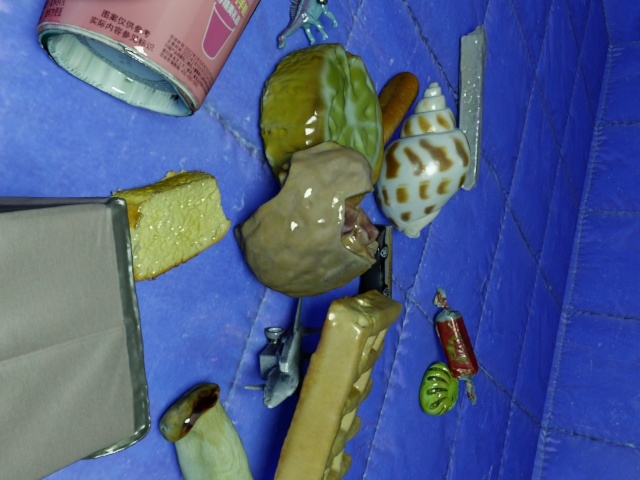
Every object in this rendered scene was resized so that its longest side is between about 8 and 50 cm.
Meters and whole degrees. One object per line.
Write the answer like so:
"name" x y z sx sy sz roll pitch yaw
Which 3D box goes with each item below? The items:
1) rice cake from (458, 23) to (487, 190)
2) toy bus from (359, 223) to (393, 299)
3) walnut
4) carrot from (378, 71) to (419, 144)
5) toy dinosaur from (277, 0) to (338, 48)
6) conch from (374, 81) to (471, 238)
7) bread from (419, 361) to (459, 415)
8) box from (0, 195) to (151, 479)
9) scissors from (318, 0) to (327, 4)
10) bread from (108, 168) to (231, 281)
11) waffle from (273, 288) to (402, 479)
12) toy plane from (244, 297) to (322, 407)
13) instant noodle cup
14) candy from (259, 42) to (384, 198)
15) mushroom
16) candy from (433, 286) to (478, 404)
"rice cake" 0.372 -0.324 1.497 0.070 0.064 0.399 -7 100 -65
"toy bus" 0.110 0.054 1.165 0.072 0.057 0.172 -18 109 -63
"walnut" -0.011 0.000 0.827 0.238 0.204 0.141 80 -7 -46
"carrot" 0.132 -0.248 1.149 0.225 0.067 0.067 -58 138 -31
"toy dinosaur" -0.012 -0.359 0.939 0.080 0.045 0.197 46 60 -36
"conch" 0.189 -0.149 1.131 0.149 0.183 0.275 27 85 -47
"bread" 0.293 0.364 1.465 0.139 0.071 0.130 42 56 -50
"box" -0.269 0.061 0.427 0.153 0.252 0.188 -19 110 -52
"scissors" -0.002 -0.465 0.929 0.088 0.017 0.220 11 73 -57
"bread" -0.185 -0.020 0.718 0.187 0.065 0.103 -28 122 -50
"waffle" 0.023 0.249 0.920 0.304 0.077 0.348 -1 109 -74
"toy plane" -0.056 0.185 0.878 0.267 0.088 0.212 -32 121 -72
"instant noodle cup" -0.152 -0.272 0.608 0.244 0.244 0.255 34 73 -53
"candy" 0.013 -0.175 0.938 0.260 0.118 0.259 -7 99 -58
"mushroom" -0.133 0.328 0.820 0.100 0.081 0.312 -43 130 -44
"candy" 0.329 0.251 1.452 0.086 0.059 0.292 -5 77 -61
